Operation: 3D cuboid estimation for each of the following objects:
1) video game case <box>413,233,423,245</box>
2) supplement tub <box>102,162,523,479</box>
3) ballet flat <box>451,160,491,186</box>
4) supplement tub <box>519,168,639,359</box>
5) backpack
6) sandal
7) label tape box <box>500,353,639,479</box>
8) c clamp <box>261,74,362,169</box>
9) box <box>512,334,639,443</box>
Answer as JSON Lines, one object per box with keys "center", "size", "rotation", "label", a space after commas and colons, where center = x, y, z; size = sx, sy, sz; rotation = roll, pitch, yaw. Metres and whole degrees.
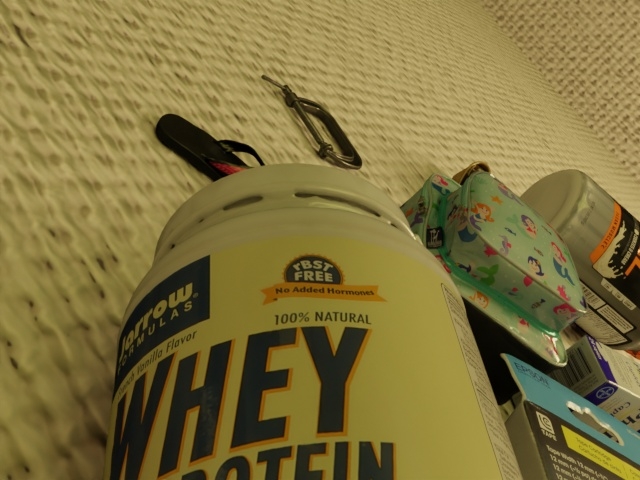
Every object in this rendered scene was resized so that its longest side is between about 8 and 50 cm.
{"center": [0.080, 0.073, 0.672], "size": [0.190, 0.022, 0.173], "rotation": [64, -15, -14], "label": "video game case"}
{"center": [-0.008, 0.129, 0.437], "size": [0.235, 0.235, 0.325], "rotation": [27, 33, -29], "label": "supplement tub"}
{"center": [0.242, -0.071, 1.185], "size": [0.080, 0.073, 0.232], "rotation": [39, 29, -9], "label": "ballet flat"}
{"center": [0.457, 0.047, 1.186], "size": [0.316, 0.193, 0.193], "rotation": [38, 30, -13], "label": "supplement tub"}
{"center": [0.181, 0.034, 0.869], "size": [0.225, 0.191, 0.253], "rotation": [35, 25, -16], "label": "backpack"}
{"center": [-0.096, -0.086, 0.800], "size": [0.179, 0.040, 0.067], "rotation": [35, 30, -17], "label": "sandal"}
{"center": [0.260, 0.306, 0.687], "size": [0.249, 0.115, 0.347], "rotation": [32, 29, -23], "label": "label tape box"}
{"center": [-0.007, -0.162, 1.041], "size": [0.137, 0.022, 0.160], "rotation": [3, 48, -58], "label": "c clamp"}
{"center": [0.330, 0.199, 0.894], "size": [0.137, 0.126, 0.072], "rotation": [26, 33, -30], "label": "box"}
